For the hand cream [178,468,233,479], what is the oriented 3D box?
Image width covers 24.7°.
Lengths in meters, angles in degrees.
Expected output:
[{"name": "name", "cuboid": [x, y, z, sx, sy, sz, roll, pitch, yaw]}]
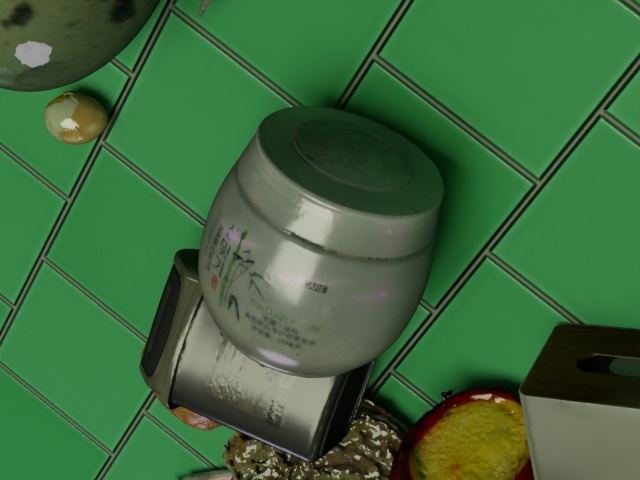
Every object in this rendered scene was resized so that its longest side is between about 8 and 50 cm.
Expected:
[{"name": "hand cream", "cuboid": [-0.135, 0.365, 2.184, 0.216, 0.038, 0.052, -10, 140, 30]}]

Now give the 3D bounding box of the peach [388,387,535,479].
[{"name": "peach", "cuboid": [0.186, 0.294, 1.843, 0.196, 0.190, 0.226, 20, 108, -13]}]

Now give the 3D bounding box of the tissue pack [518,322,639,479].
[{"name": "tissue pack", "cuboid": [0.377, 0.204, 1.715, 0.246, 0.159, 0.136, 4, 121, 27]}]

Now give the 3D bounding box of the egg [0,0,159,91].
[{"name": "egg", "cuboid": [-0.325, -0.364, 1.651, 0.345, 0.345, 0.428, 26, 139, 13]}]

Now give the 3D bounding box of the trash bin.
[{"name": "trash bin", "cuboid": [-0.086, 0.146, 1.907, 0.290, 0.182, 0.210, 24, 106, 16]}]

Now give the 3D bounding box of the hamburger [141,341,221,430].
[{"name": "hamburger", "cuboid": [-0.188, 0.221, 2.088, 0.176, 0.087, 0.102, 29, 127, 8]}]

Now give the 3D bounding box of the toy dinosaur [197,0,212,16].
[{"name": "toy dinosaur", "cuboid": [-0.073, -0.347, 1.699, 0.167, 0.053, 0.242, 25, 119, 6]}]

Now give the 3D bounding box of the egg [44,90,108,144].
[{"name": "egg", "cuboid": [-0.323, -0.162, 1.944, 0.083, 0.071, 0.071, 0, 118, 26]}]

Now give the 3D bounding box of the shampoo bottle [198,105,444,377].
[{"name": "shampoo bottle", "cuboid": [0.000, 0.000, 1.729, 0.273, 0.273, 0.266, 27, 124, 13]}]

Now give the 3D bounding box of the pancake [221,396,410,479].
[{"name": "pancake", "cuboid": [0.010, 0.389, 2.006, 0.382, 0.071, 0.382, 1, 94, 13]}]
